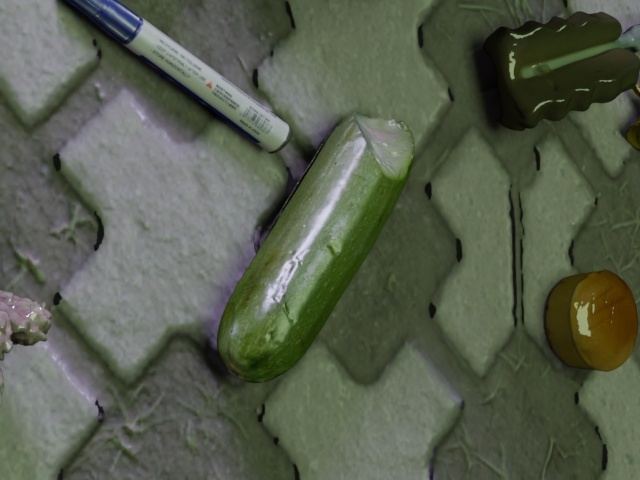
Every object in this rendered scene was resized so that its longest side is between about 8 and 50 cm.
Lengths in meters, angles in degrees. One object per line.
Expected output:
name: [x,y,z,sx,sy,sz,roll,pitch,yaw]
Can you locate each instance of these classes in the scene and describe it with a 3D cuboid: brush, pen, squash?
brush: [0.254,-0.163,1.536,0.301,0.071,0.084,-20,95,-38]
pen: [-0.098,-0.120,1.259,0.204,0.025,0.025,35,64,-33]
squash: [0.000,0.000,1.302,0.069,0.069,0.239,47,59,-28]

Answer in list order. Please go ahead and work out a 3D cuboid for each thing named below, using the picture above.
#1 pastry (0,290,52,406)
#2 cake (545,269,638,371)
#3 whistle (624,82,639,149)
pastry: [-0.249,0.124,1.048,0.112,0.103,0.265,53,47,-45]
cake: [0.222,0.066,1.507,0.084,0.044,0.084,7,80,-39]
whistle: [0.287,-0.132,1.598,0.046,0.057,0.109,90,12,-61]
